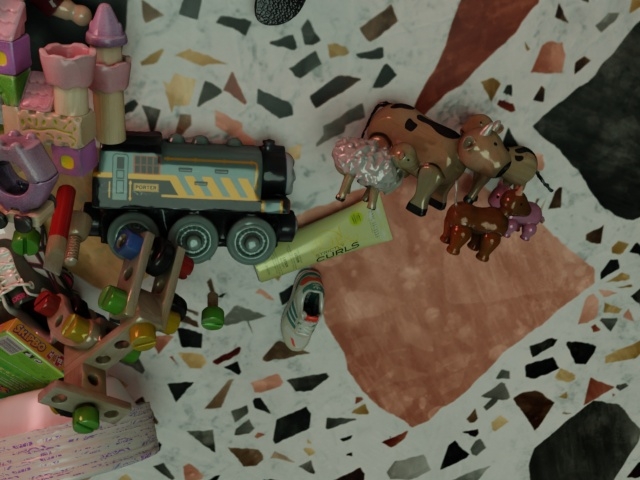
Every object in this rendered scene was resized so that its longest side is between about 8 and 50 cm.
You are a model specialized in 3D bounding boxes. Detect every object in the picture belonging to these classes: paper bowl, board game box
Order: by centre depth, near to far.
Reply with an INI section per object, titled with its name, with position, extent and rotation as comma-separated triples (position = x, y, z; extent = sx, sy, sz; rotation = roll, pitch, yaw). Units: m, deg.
[board game box]
position = -0.506, 0.196, 1.217
extent = 0.260, 0.039, 0.124
rotation = -21, 123, 38
[paper bowl]
position = -0.414, 0.309, 1.230
extent = 0.285, 0.284, 0.148
rotation = -11, 82, -5

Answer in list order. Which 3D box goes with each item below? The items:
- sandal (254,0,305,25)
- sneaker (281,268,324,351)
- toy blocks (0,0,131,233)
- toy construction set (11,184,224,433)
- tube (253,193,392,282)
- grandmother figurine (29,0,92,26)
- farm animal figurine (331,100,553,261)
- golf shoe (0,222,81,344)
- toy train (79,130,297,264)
[sandal]
position = -0.042, -0.391, 1.093
extent = 0.067, 0.040, 0.179
rotation = 22, 95, -25
[sneaker]
position = -0.029, 0.133, 1.318
extent = 0.057, 0.075, 0.161
rotation = 9, 113, -15
[toy blocks]
position = -0.407, -0.211, 0.917
extent = 0.289, 0.309, 0.260
rotation = 10, 121, 5
[toy construction set]
position = -0.302, 0.112, 1.028
extent = 0.258, 0.237, 0.308
rotation = -14, 138, 8
[tube]
position = 0.000, 0.000, 1.273
extent = 0.240, 0.062, 0.070
rotation = -20, 158, -6
[grandmother figurine]
position = -0.342, -0.389, 1.002
extent = 0.343, 0.104, 0.207
rotation = -4, 106, -6
[farm animal figurine]
position = 0.210, -0.124, 1.169
extent = 0.327, 0.330, 0.172
rotation = 24, 114, 10
[golf shoe]
position = -0.462, 0.037, 1.167
extent = 0.105, 0.120, 0.272
rotation = -28, 116, 4
[toy train]
position = -0.196, -0.068, 1.164
extent = 0.334, 0.142, 0.190
rotation = 2, 105, -12
